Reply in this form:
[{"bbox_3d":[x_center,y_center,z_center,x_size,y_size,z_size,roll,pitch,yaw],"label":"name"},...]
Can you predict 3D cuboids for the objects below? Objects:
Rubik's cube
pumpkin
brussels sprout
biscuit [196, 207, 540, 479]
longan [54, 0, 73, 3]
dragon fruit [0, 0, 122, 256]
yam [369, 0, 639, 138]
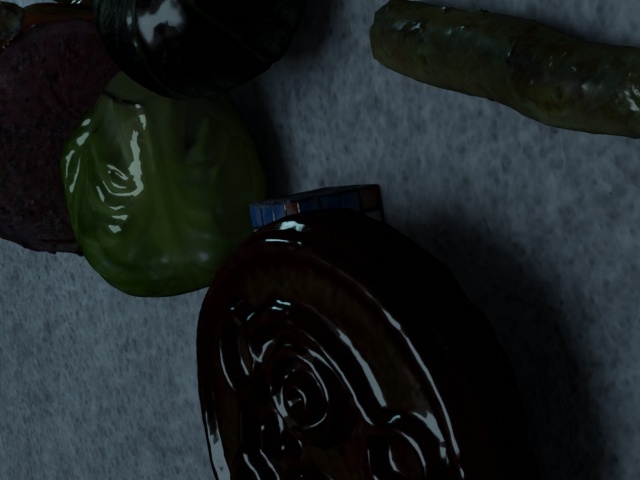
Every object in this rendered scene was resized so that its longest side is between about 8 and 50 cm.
[{"bbox_3d":[0.000,0.000,1.298,0.092,0.092,0.092,0,101,58],"label":"Rubik's cube"},{"bbox_3d":[-0.116,-0.240,1.297,0.220,0.162,0.220,-16,59,29],"label":"pumpkin"},{"bbox_3d":[-0.164,-0.059,1.440,0.244,0.244,0.244,27,123,51],"label":"brussels sprout"},{"bbox_3d":[0.019,0.175,1.172,0.407,0.091,0.407,23,119,48],"label":"biscuit"},{"bbox_3d":[-0.298,-0.332,1.656,0.113,0.092,0.113,61,169,21],"label":"longan"},{"bbox_3d":[-0.336,-0.141,1.602,0.263,0.296,0.314,35,121,52],"label":"dragon fruit"},{"bbox_3d":[0.144,-0.133,1.046,0.317,0.067,0.071,25,151,52],"label":"yam"}]
